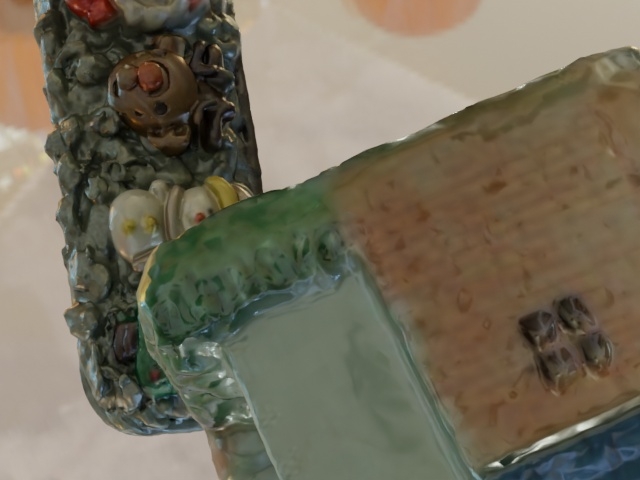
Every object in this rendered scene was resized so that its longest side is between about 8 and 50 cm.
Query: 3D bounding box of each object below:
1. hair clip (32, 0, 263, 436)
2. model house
[{"bbox_3d":[-0.092,-0.053,1.091,0.138,0.091,0.321,-6,-109,-18],"label":"hair clip"},{"bbox_3d":[0.094,0.123,0.860,0.267,0.194,0.325,-23,-123,-3],"label":"model house"}]
